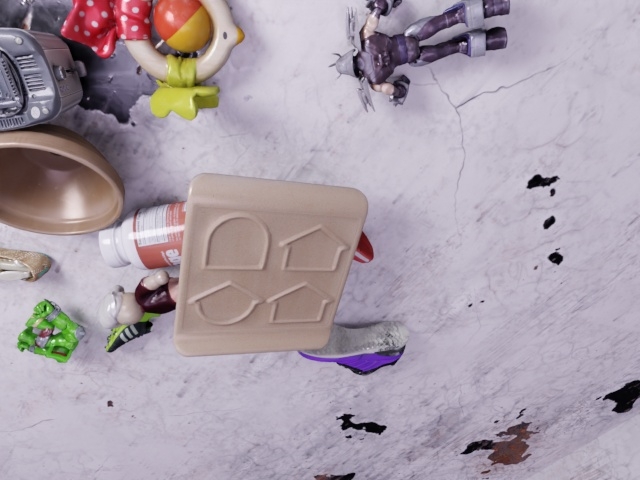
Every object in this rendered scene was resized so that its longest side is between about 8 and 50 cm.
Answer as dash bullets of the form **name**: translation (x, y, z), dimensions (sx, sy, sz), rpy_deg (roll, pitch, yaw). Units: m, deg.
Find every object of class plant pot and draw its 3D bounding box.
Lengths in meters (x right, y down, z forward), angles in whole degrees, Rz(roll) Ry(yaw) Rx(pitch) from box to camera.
- **plant pot**: translation (-0.455, -0.115, 0.733), dimensions (0.237, 0.110, 0.237), rpy_deg (-7, 148, -5)

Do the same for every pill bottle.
- **pill bottle**: translation (-0.302, -0.008, 0.846), dimensions (0.216, 0.121, 0.121), rpy_deg (-10, 127, 0)

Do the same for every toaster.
- **toaster**: translation (-0.469, -0.233, 0.632), dimensions (0.226, 0.146, 0.129), rpy_deg (-9, 115, -2)

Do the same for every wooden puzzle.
- **wooden puzzle**: translation (-0.100, 0.051, 0.821), dimensions (0.321, 0.080, 0.348), rpy_deg (3, 114, -24)

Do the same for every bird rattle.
- **bird rattle**: translation (-0.236, -0.315, 0.660), dimensions (0.207, 0.143, 0.253), rpy_deg (-40, 109, 6)

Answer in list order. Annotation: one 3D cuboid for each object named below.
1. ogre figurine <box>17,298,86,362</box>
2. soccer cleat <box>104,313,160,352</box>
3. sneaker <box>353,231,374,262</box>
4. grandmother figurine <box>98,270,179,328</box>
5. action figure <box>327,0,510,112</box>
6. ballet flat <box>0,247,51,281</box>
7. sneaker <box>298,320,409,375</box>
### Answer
- **ogre figurine**: translation (-0.610, 0.218, 0.987), dimensions (0.118, 0.097, 0.197), rpy_deg (35, 104, -16)
- **soccer cleat**: translation (-0.445, 0.212, 1.027), dimensions (0.072, 0.060, 0.179), rpy_deg (33, 113, -29)
- **sneaker**: translation (0.000, 0.000, 0.932), dimensions (0.221, 0.087, 0.128), rpy_deg (37, 123, -16)
- **grandmother figurine**: translation (-0.305, 0.112, 0.917), dimensions (0.342, 0.104, 0.208), rpy_deg (-16, 148, 2)
- **action figure**: translation (0.151, -0.315, 0.705), dimensions (0.284, 0.099, 0.185), rpy_deg (-13, 134, 6)
- **ballet flat**: translation (-0.660, 0.047, 0.869), dimensions (0.206, 0.067, 0.073), rpy_deg (4, 126, -11)
- **sneaker**: translation (0.082, 0.300, 1.137), dimensions (0.293, 0.102, 0.146), rpy_deg (-1, 127, -7)
